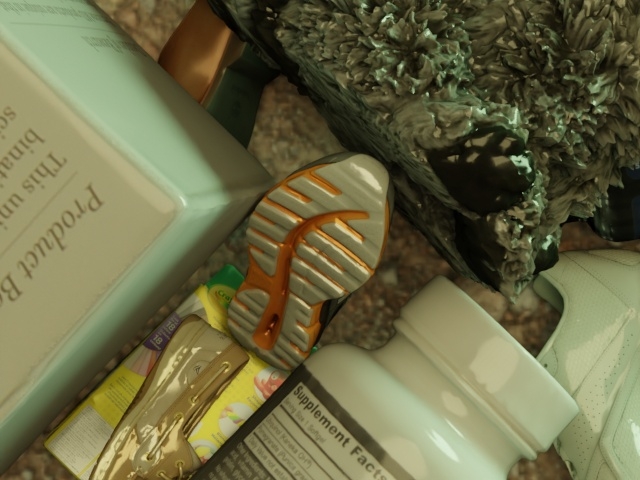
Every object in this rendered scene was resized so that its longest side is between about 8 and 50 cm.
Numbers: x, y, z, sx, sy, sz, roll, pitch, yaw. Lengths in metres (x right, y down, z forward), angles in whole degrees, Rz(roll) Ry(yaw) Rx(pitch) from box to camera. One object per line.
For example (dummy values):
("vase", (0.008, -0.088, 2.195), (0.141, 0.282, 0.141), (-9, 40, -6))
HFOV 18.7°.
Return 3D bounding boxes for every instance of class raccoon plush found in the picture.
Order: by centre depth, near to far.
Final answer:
("raccoon plush", (0.114, -0.184, 1.211), (0.299, 0.216, 0.446), (-42, 81, -6))

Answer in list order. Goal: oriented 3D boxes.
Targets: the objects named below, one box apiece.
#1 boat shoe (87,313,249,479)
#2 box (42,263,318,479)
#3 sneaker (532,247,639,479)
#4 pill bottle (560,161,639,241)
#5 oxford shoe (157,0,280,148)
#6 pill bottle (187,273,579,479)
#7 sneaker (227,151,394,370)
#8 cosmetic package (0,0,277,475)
("boat shoe", (-0.103, 0.133, 1.285), (0.059, 0.063, 0.170), (28, 81, 6))
("box", (-0.092, 0.112, 1.341), (0.179, 0.043, 0.105), (-45, 88, -6))
("sneaker", (0.188, 0.129, 1.343), (0.121, 0.099, 0.262), (3, 76, 4))
("pill bottle", (0.240, -0.066, 1.338), (0.219, 0.123, 0.123), (-9, 84, 6))
("oxford shoe", (-0.091, -0.092, 1.361), (0.076, 0.076, 0.212), (24, 83, 29))
("pill bottle", (0.012, 0.179, 1.259), (0.176, 0.176, 0.318), (45, 88, 1))
("sneaker", (0.000, 0.000, 1.255), (0.084, 0.215, 0.083), (39, 55, 3))
("cosmetic package", (-0.294, -0.045, 1.167), (0.393, 0.327, 0.329), (44, 98, 1))
